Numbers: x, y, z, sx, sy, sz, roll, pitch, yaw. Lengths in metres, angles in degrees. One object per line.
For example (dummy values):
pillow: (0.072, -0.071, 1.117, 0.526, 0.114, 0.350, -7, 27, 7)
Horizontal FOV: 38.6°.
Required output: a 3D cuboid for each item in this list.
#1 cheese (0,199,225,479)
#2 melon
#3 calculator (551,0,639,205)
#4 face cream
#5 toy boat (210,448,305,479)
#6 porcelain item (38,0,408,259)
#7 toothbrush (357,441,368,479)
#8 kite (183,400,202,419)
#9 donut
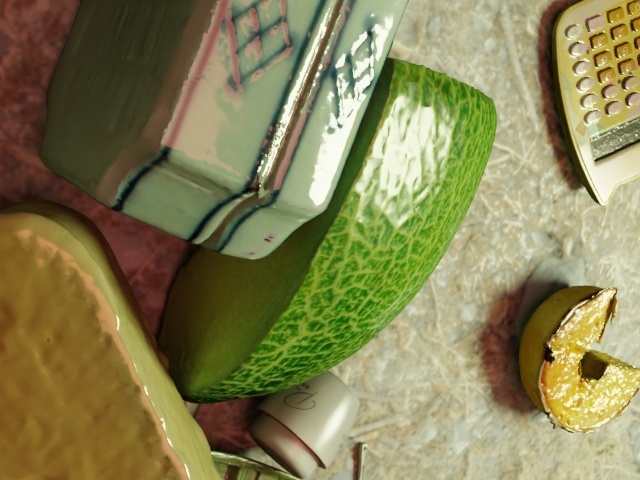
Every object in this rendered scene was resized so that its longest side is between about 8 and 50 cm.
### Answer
cheese: (-0.271, 0.197, 0.718, 0.383, 0.104, 0.384, -1, 100, -6)
melon: (0.000, 0.000, 0.818, 0.226, 0.331, 0.344, 22, 100, 5)
calculator: (0.328, -0.169, 1.024, 0.157, 0.033, 0.237, -23, 109, -20)
face cream: (-0.014, 0.177, 0.899, 0.095, 0.091, 0.091, -48, 118, -18)
toy boat: (-0.105, 0.246, 0.883, 0.293, 0.055, 0.093, 20, 93, -32)
porcelain item: (-0.075, -0.144, 0.681, 0.157, 0.286, 0.282, 22, 90, -32)
toothbrush: (0.043, 0.282, 0.996, 0.011, 0.013, 0.131, -4, 103, -36)
kite: (-0.214, 0.177, 0.842, 0.322, 0.013, 0.268, -24, 113, -23)
donut: (0.291, 0.138, 1.055, 0.146, 0.078, 0.181, -37, 122, -13)
